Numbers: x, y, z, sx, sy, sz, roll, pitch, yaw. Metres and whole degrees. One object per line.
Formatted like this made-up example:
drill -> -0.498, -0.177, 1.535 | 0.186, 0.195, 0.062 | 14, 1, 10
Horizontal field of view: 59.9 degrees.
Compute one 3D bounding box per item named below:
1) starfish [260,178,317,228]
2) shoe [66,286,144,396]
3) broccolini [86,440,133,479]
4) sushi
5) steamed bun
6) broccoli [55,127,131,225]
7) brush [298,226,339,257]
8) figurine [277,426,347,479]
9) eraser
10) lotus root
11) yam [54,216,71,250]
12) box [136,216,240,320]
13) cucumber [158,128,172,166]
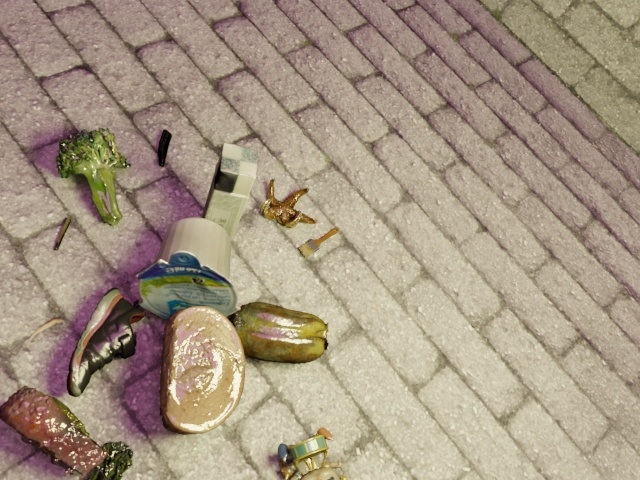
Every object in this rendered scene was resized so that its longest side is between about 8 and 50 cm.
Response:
starfish -> -0.094, -0.109, 1.767 | 0.189, 0.074, 0.146 | 25, 58, -5
shoe -> -0.530, 0.262, 1.388 | 0.137, 0.114, 0.291 | 25, 53, -11
broccolini -> -0.495, 0.556, 1.257 | 0.091, 0.068, 0.203 | 39, 54, -30
sushi -> -0.594, 0.412, 1.222 | 0.241, 0.161, 0.107 | 26, 57, 19
steamed bun -> -0.286, 0.314, 1.355 | 0.199, 0.251, 0.302 | 5, 70, -18
broccoli -> -0.634, -0.187, 1.610 | 0.275, 0.177, 0.198 | 60, 19, -14
brush -> 0.000, 0.000, 1.776 | 0.169, 0.014, 0.043 | -33, 78, -32
figurine -> -0.001, 0.607, 1.345 | 0.161, 0.158, 0.276 | -19, 69, -18
eraser -> -0.261, -0.096, 1.501 | 0.096, 0.404, 0.098 | 11, 57, -15
lotus root -> -0.117, 0.254, 1.508 | 0.274, 0.160, 0.152 | 14, 82, -10
yam -> -0.712, -0.019, 1.533 | 0.014, 0.014, 0.107 | 15, 58, -11
box -> -0.339, 0.052, 1.448 | 0.262, 0.291, 0.207 | 0, 47, -2
cucumber -> -0.496, -0.294, 1.754 | 0.034, 0.033, 0.135 | 12, 58, -10
